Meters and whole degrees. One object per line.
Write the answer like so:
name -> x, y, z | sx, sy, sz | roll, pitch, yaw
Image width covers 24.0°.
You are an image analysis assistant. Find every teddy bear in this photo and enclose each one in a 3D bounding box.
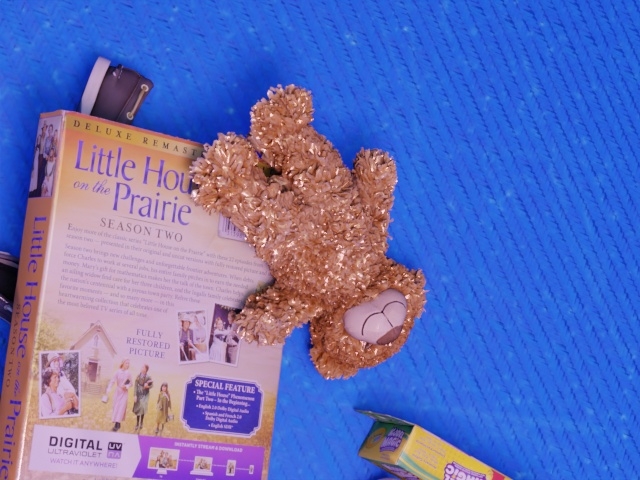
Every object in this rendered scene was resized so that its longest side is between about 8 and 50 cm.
teddy bear -> 0.000, 0.000, 1.570 | 0.245, 0.113, 0.338 | -30, 110, -37

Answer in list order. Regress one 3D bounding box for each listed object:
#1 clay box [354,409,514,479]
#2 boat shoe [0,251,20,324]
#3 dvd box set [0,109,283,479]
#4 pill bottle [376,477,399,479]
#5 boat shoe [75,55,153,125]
clay box -> 0.136, 0.255, 1.640 | 0.222, 0.127, 0.053 | 29, 78, -13
boat shoe -> -0.293, 0.062, 1.551 | 0.206, 0.065, 0.075 | 26, 78, -14
dvd box set -> -0.172, 0.103, 1.533 | 0.308, 0.062, 0.420 | 11, 82, -40
pill bottle -> 0.090, 0.371, 1.620 | 0.117, 0.117, 0.208 | -34, 96, -17
boat shoe -> -0.239, -0.079, 1.571 | 0.069, 0.081, 0.227 | 21, 77, -11
